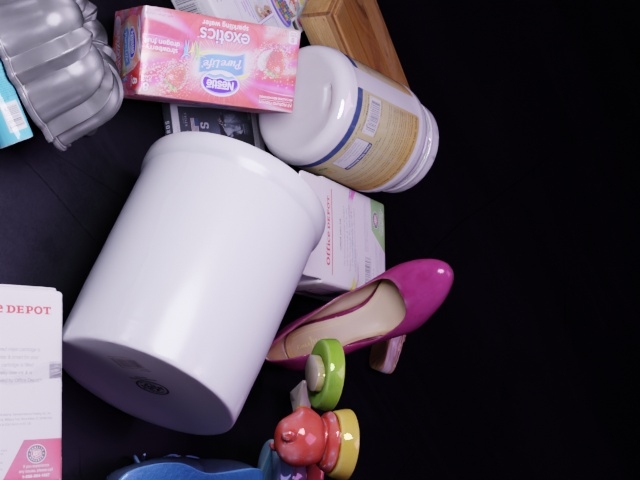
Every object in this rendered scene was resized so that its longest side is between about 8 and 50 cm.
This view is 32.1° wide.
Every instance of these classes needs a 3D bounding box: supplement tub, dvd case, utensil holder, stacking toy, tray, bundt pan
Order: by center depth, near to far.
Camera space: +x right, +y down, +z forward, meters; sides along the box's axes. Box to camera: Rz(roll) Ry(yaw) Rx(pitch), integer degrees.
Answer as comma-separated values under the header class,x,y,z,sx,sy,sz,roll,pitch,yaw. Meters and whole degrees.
class,x,y,z,sx,sy,sz,roll,pitch,yaw
bundt pan,-0.393,-0.307,1.666,0.331,0.124,0.331,158,-90,-89
utensil holder,-0.206,0.075,1.798,0.327,0.327,0.385,44,54,-35
stacking toy,-0.052,0.329,1.990,0.130,0.309,0.280,8,52,-19
dvd case,-0.191,-0.166,2.084,0.238,0.029,0.179,-4,86,-51
supplement tub,0.060,-0.220,2.131,0.316,0.228,0.228,18,69,-48
tray,0.089,-0.370,2.329,0.411,0.076,0.203,62,38,-42

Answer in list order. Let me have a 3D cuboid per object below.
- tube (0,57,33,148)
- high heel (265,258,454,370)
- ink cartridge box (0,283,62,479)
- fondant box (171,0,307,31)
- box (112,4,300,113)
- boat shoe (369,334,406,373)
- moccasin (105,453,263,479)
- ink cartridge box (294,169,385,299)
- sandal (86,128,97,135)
class,x,y,z,sx,sy,sz,roll,pitch,yaw
tube,-0.454,-0.230,1.520,0.080,0.052,0.207,-54,127,-71
high heel,0.070,0.146,2.066,0.181,0.377,0.127,-9,67,-56
ink cartridge box,-0.485,0.209,1.597,0.207,0.117,0.283,7,77,-47
fondant box,-0.139,-0.485,2.159,0.330,0.096,0.238,-45,118,-43
box,-0.201,-0.308,1.937,0.300,0.142,0.154,4,94,-31
boat shoe,0.153,0.205,2.390,0.059,0.063,0.170,37,66,-42
moccasin,-0.240,0.422,1.849,0.342,0.116,0.138,20,80,-51
ink cartridge box,0.000,0.000,2.151,0.353,0.119,0.207,21,66,-60
sandal,-0.381,-0.264,1.873,0.067,0.040,0.179,15,71,-47
